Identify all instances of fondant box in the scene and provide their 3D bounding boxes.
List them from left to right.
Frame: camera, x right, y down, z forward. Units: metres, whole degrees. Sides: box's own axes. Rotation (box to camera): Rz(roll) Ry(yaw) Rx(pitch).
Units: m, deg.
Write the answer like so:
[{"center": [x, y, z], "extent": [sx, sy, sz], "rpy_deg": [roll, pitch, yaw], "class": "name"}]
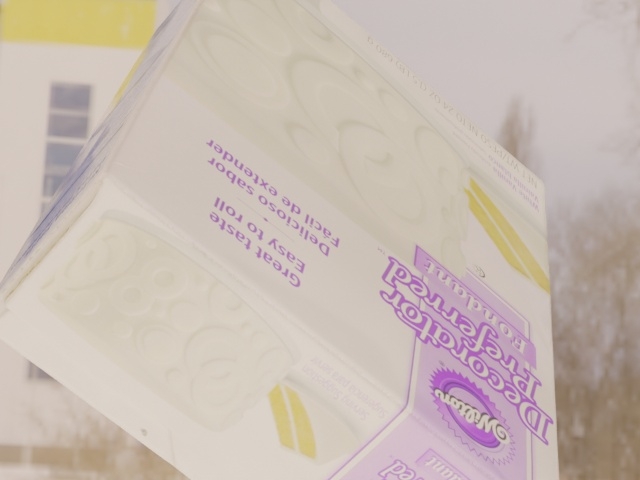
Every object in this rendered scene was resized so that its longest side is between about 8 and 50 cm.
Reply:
[{"center": [0.000, 0.000, 0.734], "extent": [0.238, 0.096, 0.330], "rpy_deg": [39, 27, -13], "class": "fondant box"}]
